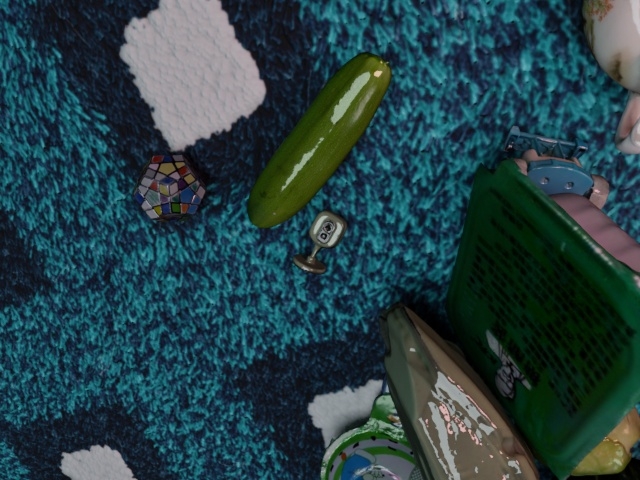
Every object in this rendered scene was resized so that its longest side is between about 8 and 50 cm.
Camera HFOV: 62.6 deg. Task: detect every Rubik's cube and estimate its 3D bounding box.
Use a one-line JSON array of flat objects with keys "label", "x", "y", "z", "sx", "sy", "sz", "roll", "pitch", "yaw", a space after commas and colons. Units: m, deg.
[{"label": "Rubik's cube", "x": -0.228, "y": -0.077, "z": 0.799, "sx": 0.093, "sy": 0.111, "sz": 0.111, "roll": -34, "pitch": 98, "yaw": -2}]

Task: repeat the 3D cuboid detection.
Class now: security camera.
[{"label": "security camera", "x": 0.000, "y": 0.000, "z": 0.781, "sx": 0.058, "sy": 0.058, "sz": 0.092, "roll": 26, "pitch": 108, "yaw": 7}]

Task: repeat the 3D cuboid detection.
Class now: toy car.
[{"label": "toy car", "x": 0.262, "y": -0.054, "z": 0.661, "sx": 0.126, "sy": 0.098, "sz": 0.161, "roll": 10, "pitch": 141, "yaw": -3}]

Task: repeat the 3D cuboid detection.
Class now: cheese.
[{"label": "cheese", "x": 0.109, "y": 0.357, "z": 0.862, "sx": 0.203, "sy": 0.083, "sz": 0.321, "roll": 18, "pitch": 104, "yaw": 7}]

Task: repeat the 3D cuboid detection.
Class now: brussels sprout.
[{"label": "brussels sprout", "x": 0.343, "y": 0.240, "z": 0.719, "sx": 0.155, "sy": 0.117, "sz": 0.155, "roll": 0, "pitch": 94, "yaw": 4}]

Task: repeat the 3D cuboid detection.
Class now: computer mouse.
[{"label": "computer mouse", "x": 0.200, "y": 0.280, "z": 0.710, "sx": 0.145, "sy": 0.228, "sz": 0.429, "roll": -21, "pitch": 87, "yaw": 0}]

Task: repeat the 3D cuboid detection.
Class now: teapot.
[{"label": "teapot", "x": 0.367, "y": -0.231, "z": 0.515, "sx": 0.204, "sy": 0.139, "sz": 0.298, "roll": 15, "pitch": 114, "yaw": 11}]

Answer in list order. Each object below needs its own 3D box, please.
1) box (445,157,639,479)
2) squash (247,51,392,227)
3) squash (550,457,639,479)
[{"label": "box", "x": 0.268, "y": 0.082, "z": 0.596, "sx": 0.106, "sy": 0.264, "sz": 0.337, "roll": -20, "pitch": 142, "yaw": -12}, {"label": "squash", "x": -0.005, "y": -0.127, "z": 0.711, "sx": 0.082, "sy": 0.082, "sz": 0.292, "roll": 40, "pitch": 116, "yaw": 0}, {"label": "squash", "x": 0.421, "y": 0.396, "z": 0.723, "sx": 0.218, "sy": 0.172, "sz": 0.218, "roll": 2, "pitch": 116, "yaw": 4}]
